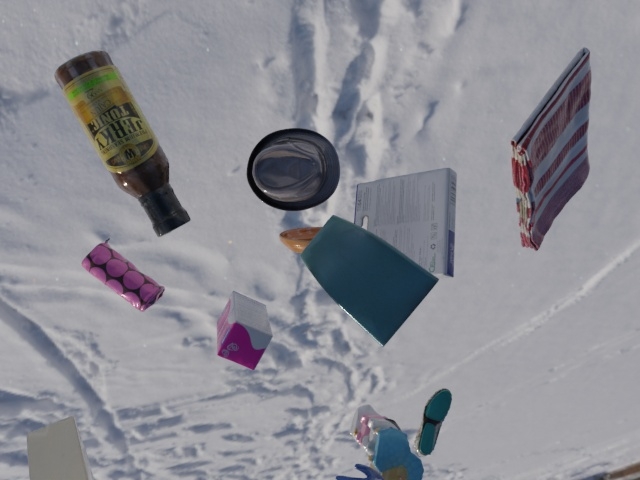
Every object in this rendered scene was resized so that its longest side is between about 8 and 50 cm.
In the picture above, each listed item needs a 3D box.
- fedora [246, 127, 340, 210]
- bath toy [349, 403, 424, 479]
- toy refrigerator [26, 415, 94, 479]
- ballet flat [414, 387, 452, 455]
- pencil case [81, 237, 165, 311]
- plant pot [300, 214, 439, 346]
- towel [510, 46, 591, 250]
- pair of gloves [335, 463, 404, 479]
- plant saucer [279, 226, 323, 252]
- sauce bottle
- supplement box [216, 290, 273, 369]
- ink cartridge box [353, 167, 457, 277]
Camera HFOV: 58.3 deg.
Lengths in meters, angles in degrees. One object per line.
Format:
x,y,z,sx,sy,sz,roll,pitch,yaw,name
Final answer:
-0.083,-0.203,1.641,0.276,0.243,0.124,1,-174,4,fedora
0.157,0.507,1.427,0.129,0.151,0.348,16,174,-4,bath toy
-0.435,0.413,0.966,0.094,0.102,0.269,-18,-161,-25,toy refrigerator
0.376,0.617,1.969,0.091,0.240,0.077,27,168,-5,ballet flat
-0.490,0.091,1.445,0.095,0.209,0.098,-52,173,-1,pencil case
0.083,0.062,1.146,0.165,0.234,0.165,-52,177,4,plant pot
0.437,-0.151,1.059,0.237,0.037,0.329,-51,144,-14,towel
0.099,0.557,1.167,0.159,0.198,0.023,4,174,-9,pair of gloves
0.000,0.000,1.389,0.200,0.037,0.200,-1,-170,0,plant saucer
-0.350,-0.171,1.053,0.111,0.344,0.111,-29,-171,5,sauce bottle
-0.211,0.241,1.567,0.114,0.220,0.111,26,99,-18,supplement box
0.251,-0.039,1.748,0.330,0.324,0.071,-6,163,40,ink cartridge box
